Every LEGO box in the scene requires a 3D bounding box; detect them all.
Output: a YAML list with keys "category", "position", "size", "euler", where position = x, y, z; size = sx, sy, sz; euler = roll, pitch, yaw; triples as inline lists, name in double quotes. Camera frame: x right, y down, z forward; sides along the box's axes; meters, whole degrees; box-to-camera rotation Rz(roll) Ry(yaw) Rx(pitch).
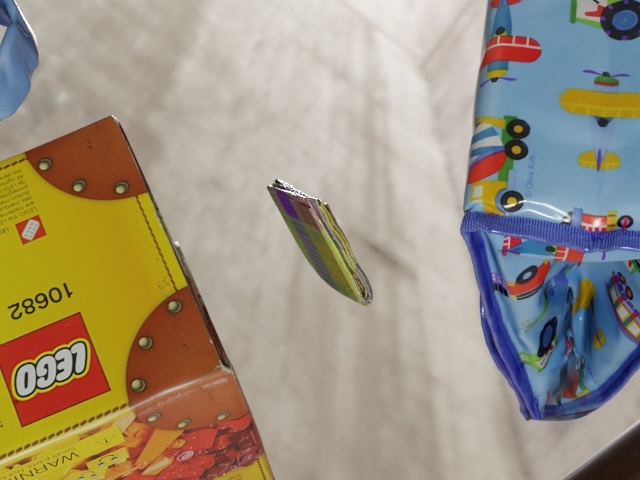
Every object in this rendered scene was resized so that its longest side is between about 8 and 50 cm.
- category: "LEGO box"
  position: [-0.290, 0.175, 1.234]
  size: [0.500, 0.193, 0.372]
  euler: [-23, 152, -5]

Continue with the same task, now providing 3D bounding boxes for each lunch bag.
- category: "lunch bag"
  position: [0.158, -0.037, 1.107]
  size: [0.293, 0.138, 0.221]
  euler: [81, 16, -65]

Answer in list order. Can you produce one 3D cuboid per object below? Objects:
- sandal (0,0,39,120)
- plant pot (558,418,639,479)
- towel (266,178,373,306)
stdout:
- category: "sandal"
  position: [-0.226, -0.027, 0.916]
  size: [0.317, 0.138, 0.126]
  euler: [123, -34, -43]
- category: "plant pot"
  position: [0.242, 0.233, 1.537]
  size: [0.165, 0.167, 0.167]
  euler: [-42, -172, -3]
- category: "towel"
  position: [0.000, 0.000, 0.939]
  size: [0.009, 0.060, 0.083]
  euler: [-32, -165, -10]
